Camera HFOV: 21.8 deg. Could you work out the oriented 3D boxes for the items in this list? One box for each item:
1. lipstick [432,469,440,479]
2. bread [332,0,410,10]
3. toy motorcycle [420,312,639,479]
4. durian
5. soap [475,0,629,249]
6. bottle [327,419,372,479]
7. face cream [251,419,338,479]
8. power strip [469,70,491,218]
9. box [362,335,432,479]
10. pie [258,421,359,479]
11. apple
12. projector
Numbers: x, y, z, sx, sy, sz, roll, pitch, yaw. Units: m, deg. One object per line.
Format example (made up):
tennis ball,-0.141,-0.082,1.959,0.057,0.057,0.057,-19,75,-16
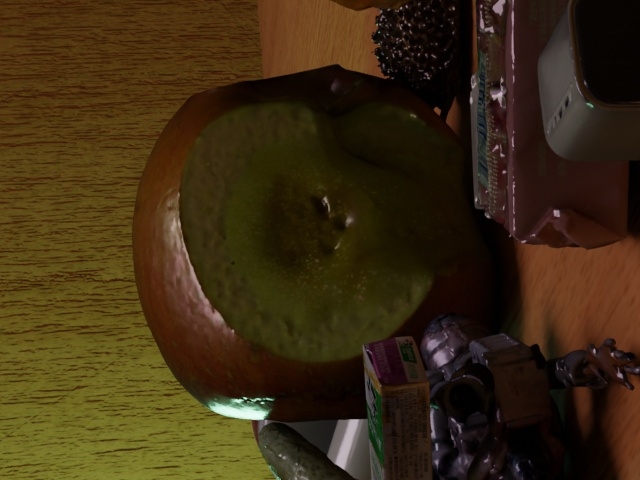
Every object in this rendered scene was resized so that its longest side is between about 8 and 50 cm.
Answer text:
lipstick,0.122,0.242,1.854,0.234,0.053,0.053,90,174,-50
bread,0.027,-0.322,1.428,0.344,0.149,0.195,-101,21,-63
toy motorcycle,0.142,0.140,1.276,0.401,0.134,0.207,112,148,-78
durian,0.098,-0.197,1.688,0.148,0.091,0.188,105,156,-72
soap,0.157,-0.135,1.162,0.218,0.098,0.273,-124,32,-77
bottle,0.068,0.226,1.911,0.104,0.104,0.245,-160,88,-83
face cream,0.019,0.222,2.052,0.187,0.201,0.201,-160,68,-82
power strip,0.156,-0.105,1.430,0.075,0.042,0.175,152,116,-83
box,0.060,0.161,1.241,0.050,0.041,0.207,-105,7,-49
pie,0.056,0.280,1.569,0.070,0.323,0.323,-50,1,-8
apple,0.000,0.000,1.621,0.384,0.374,0.374,0,92,51
projector,0.183,-0.101,1.010,0.082,0.083,0.083,107,160,-70
